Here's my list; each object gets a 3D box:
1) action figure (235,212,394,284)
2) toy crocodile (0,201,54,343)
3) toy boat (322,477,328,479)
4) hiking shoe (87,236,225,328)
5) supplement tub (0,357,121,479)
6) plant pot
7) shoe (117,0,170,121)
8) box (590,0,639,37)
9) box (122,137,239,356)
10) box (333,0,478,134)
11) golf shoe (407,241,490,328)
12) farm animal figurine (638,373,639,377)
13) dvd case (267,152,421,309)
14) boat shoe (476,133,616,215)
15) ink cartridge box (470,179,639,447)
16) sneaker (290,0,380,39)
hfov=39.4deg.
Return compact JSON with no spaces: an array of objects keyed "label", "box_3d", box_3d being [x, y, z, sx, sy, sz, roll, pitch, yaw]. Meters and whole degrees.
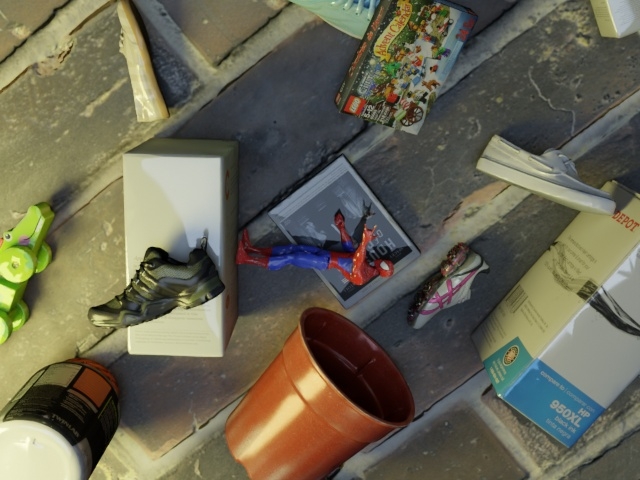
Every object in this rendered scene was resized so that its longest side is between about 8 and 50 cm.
[{"label":"action figure","box_3d":[0.000,0.000,1.590,0.281,0.091,0.139,12,113,-1]},{"label":"toy crocodile","box_3d":[-0.582,0.081,1.644,0.105,0.115,0.340,25,103,-4]},{"label":"toy boat","box_3d":[-0.037,0.535,1.723,0.231,0.151,0.151,42,101,-8]},{"label":"hiking shoe","box_3d":[-0.273,0.070,1.440,0.227,0.086,0.114,-17,89,1]},{"label":"supplement tub","box_3d":[-0.474,0.338,1.601,0.194,0.316,0.193,1,103,2]},{"label":"plant pot","box_3d":[-0.018,0.308,1.624,0.272,0.272,0.265,41,110,-8]},{"label":"shoe","box_3d":[-0.322,-0.312,1.561,0.058,0.076,0.218,-15,105,0]},{"label":"box","box_3d":[0.521,-0.399,1.505,0.102,0.101,0.087,-20,103,6]},{"label":"box","box_3d":[-0.237,0.004,1.565,0.169,0.215,0.345,2,103,1]},{"label":"box","box_3d":[0.142,-0.304,1.511,0.159,0.044,0.233,12,121,-24]},{"label":"golf shoe","box_3d":[0.235,0.098,1.652,0.086,0.067,0.186,36,102,-9]},{"label":"farm animal figurine","box_3d":[0.755,0.146,1.568,0.327,0.172,0.330,18,108,-15]},{"label":"dvd case","box_3d":[0.044,-0.014,1.649,0.179,0.029,0.238,-37,99,10]},{"label":"boat shoe","box_3d":[0.392,-0.118,1.535,0.258,0.095,0.084,25,94,29]},{"label":"ink cartridge box","box_3d":[0.465,0.113,1.537,0.166,0.285,0.395,37,102,-9]},{"label":"sneaker","box_3d":[0.033,-0.418,1.488,0.366,0.150,0.135,18,104,-3]}]
